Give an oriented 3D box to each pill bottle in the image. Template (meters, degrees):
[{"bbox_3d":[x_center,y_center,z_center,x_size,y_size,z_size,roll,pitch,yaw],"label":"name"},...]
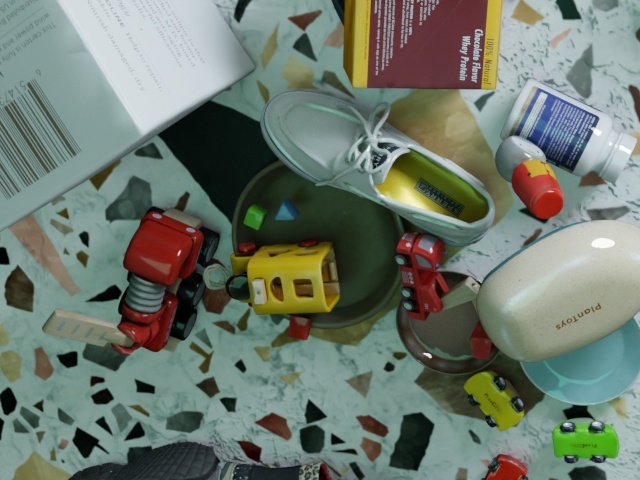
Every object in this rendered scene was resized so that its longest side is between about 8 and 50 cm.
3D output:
[{"bbox_3d":[0.339,-0.145,1.737,0.169,0.094,0.094,27,114,8],"label":"pill bottle"}]

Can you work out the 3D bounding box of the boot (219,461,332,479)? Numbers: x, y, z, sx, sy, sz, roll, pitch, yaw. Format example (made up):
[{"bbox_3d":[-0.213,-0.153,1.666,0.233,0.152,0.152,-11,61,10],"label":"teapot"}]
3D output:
[{"bbox_3d":[-0.058,0.469,2.086,0.178,0.085,0.236,-8,105,18],"label":"boot"}]

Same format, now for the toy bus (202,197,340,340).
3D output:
[{"bbox_3d":[-0.071,0.060,1.891,0.191,0.104,0.202,38,114,1],"label":"toy bus"}]

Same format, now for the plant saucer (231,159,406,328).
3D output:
[{"bbox_3d":[0.000,0.000,1.928,0.277,0.041,0.278,6,110,17],"label":"plant saucer"}]

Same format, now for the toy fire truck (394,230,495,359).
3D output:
[{"bbox_3d":[0.185,0.078,1.834,0.135,0.047,0.192,10,132,26],"label":"toy fire truck"}]

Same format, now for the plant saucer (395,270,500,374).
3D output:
[{"bbox_3d":[0.198,0.120,1.912,0.168,0.029,0.169,6,111,16],"label":"plant saucer"}]

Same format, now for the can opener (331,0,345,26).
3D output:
[{"bbox_3d":[0.041,-0.336,1.790,0.059,0.073,0.186,-16,112,14],"label":"can opener"}]

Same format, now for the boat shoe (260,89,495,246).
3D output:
[{"bbox_3d":[0.081,-0.110,1.776,0.367,0.156,0.136,32,80,3],"label":"boat shoe"}]

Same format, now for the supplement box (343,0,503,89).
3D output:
[{"bbox_3d":[0.135,-0.307,1.695,0.194,0.129,0.191,0,110,-5],"label":"supplement box"}]

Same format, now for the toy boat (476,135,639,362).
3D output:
[{"bbox_3d":[0.320,0.007,1.732,0.267,0.148,0.318,-23,125,3],"label":"toy boat"}]

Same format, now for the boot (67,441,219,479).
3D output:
[{"bbox_3d":[-0.271,0.474,2.153,0.338,0.118,0.223,-16,106,33],"label":"boot"}]

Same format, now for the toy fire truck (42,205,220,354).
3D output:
[{"bbox_3d":[-0.286,0.076,1.932,0.158,0.246,0.217,23,114,9],"label":"toy fire truck"}]

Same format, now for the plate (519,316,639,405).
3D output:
[{"bbox_3d":[0.382,0.152,1.867,0.188,0.024,0.188,6,110,17],"label":"plate"}]

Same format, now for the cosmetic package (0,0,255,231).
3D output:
[{"bbox_3d":[-0.361,-0.254,1.759,0.329,0.394,0.327,-30,97,25],"label":"cosmetic package"}]

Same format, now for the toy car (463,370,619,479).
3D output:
[{"bbox_3d":[0.337,0.298,1.916,0.224,0.053,0.239,-2,108,18],"label":"toy car"}]
